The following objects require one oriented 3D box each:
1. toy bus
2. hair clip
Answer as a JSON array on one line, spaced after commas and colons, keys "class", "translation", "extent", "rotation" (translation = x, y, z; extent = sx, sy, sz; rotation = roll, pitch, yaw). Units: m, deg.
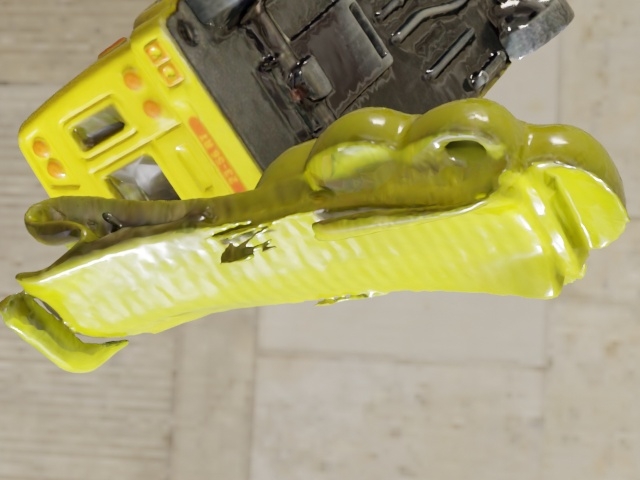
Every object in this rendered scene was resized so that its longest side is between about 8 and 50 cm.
[{"class": "toy bus", "translation": [0.000, -0.096, 0.920], "extent": [0.144, 0.152, 0.330], "rotation": [56, 36, -10]}, {"class": "hair clip", "translation": [0.000, 0.000, 0.499], "extent": [0.072, 0.173, 0.046], "rotation": [46, 40, -45]}]
